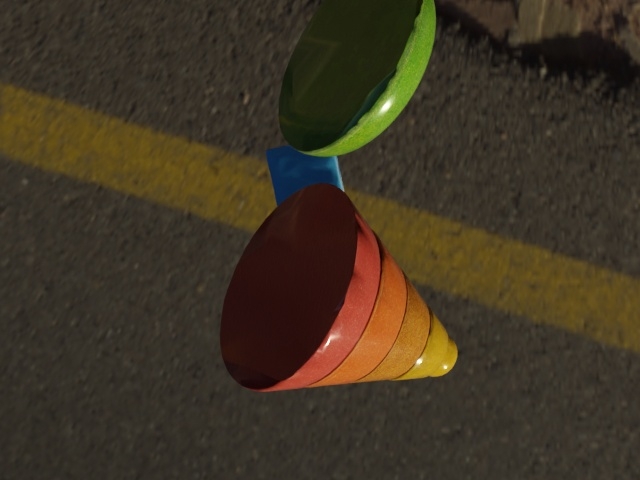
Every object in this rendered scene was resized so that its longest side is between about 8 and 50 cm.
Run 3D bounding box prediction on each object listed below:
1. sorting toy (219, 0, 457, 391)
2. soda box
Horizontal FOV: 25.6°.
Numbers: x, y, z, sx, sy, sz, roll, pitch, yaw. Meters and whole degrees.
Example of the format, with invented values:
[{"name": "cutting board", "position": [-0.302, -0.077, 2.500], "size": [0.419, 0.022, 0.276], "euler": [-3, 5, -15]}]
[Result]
[{"name": "sorting toy", "position": [0.053, -0.065, 0.840], "size": [0.126, 0.366, 0.127], "euler": [27, 154, -29]}, {"name": "soda box", "position": [0.000, 0.000, 1.483], "size": [0.071, 0.067, 0.210], "euler": [-12, 92, 3]}]
